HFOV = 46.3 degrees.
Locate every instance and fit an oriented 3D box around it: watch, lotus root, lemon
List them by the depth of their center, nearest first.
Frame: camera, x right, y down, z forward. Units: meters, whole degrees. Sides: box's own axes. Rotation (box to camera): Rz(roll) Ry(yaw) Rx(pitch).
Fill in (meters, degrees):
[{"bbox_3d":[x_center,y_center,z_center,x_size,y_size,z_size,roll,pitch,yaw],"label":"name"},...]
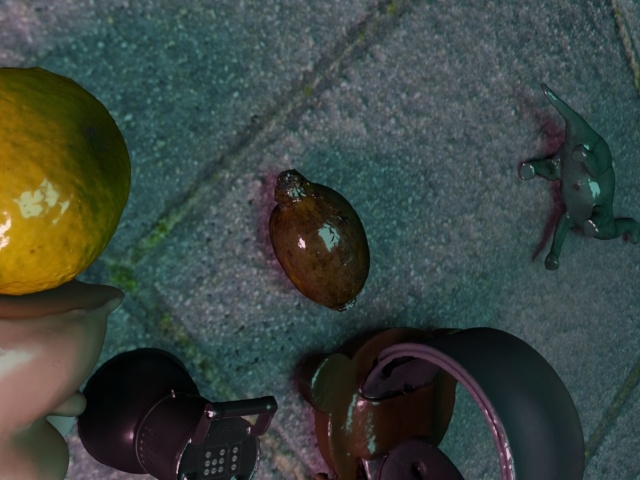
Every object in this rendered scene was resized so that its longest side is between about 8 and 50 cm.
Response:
[{"bbox_3d":[-0.270,-0.056,0.676,0.188,0.188,0.256,39,37,-36],"label":"lemon"},{"bbox_3d":[0.000,0.000,0.955,0.120,0.120,0.209,-39,120,-26],"label":"lotus root"},{"bbox_3d":[0.172,0.285,1.002,0.314,0.327,0.335,-4,101,-37],"label":"watch"}]

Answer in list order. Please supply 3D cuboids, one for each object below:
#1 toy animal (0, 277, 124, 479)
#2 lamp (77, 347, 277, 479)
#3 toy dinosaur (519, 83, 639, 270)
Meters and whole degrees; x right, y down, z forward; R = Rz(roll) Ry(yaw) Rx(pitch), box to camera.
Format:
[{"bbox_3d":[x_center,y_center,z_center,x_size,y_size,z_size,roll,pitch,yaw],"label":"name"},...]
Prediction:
[{"bbox_3d":[-0.317,0.154,0.701,0.213,0.195,0.256,4,99,-67],"label":"toy animal"},{"bbox_3d":[-0.149,0.221,0.802,0.147,0.227,0.172,5,95,-39],"label":"lamp"},{"bbox_3d":[0.496,-0.124,1.343,0.331,0.129,0.383,-28,114,-43],"label":"toy dinosaur"}]
